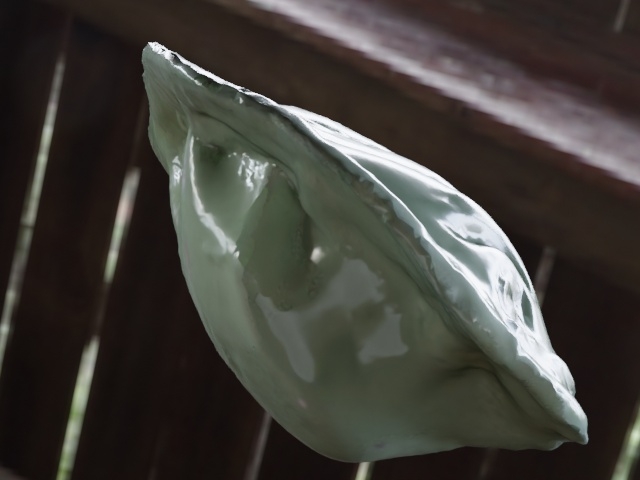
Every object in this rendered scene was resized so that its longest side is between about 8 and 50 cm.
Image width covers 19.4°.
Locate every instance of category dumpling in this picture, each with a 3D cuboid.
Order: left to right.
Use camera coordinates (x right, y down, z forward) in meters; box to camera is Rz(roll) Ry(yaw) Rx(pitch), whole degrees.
[{"bbox_3d":[-0.003,0.014,0.654,0.219,0.108,0.153,28,6,42],"label":"dumpling"}]
